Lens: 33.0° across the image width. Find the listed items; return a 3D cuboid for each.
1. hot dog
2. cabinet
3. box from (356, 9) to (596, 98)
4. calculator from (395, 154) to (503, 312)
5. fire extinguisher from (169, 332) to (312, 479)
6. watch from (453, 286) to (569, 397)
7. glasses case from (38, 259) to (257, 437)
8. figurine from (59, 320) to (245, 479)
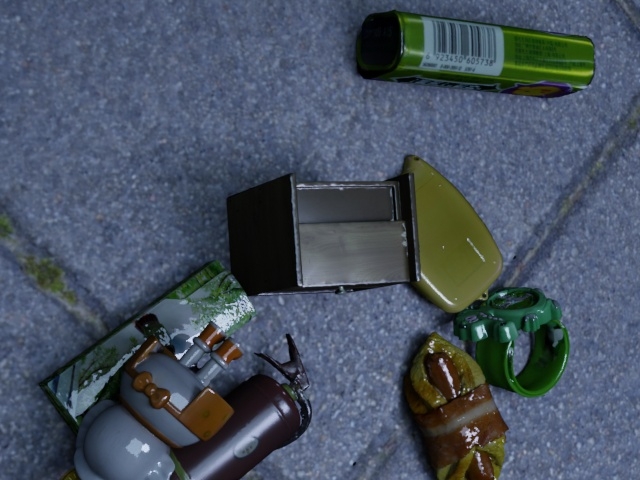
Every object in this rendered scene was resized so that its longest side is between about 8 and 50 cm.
[{"bbox_3d":[0.199,0.261,1.528,0.123,0.093,0.262,-26,95,-17],"label":"hot dog"},{"bbox_3d":[0.000,0.000,1.400,0.174,0.215,0.148,-2,84,-26],"label":"cabinet"},{"bbox_3d":[0.230,-0.275,1.598,0.345,0.134,0.097,1,87,-25],"label":"box"},{"bbox_3d":[0.170,-0.006,1.569,0.157,0.033,0.236,-41,93,-26],"label":"calculator"},{"bbox_3d":[-0.141,0.255,1.360,0.341,0.105,0.141,-38,93,-22],"label":"fire extinguisher"},{"bbox_3d":[0.278,0.156,1.586,0.165,0.131,0.152,-26,113,-31],"label":"watch"},{"bbox_3d":[-0.212,0.137,1.364,0.272,0.062,0.095,-38,100,-26],"label":"glasses case"},{"bbox_3d":[-0.200,0.208,1.257,0.271,0.143,0.143,-40,101,-25],"label":"figurine"}]
